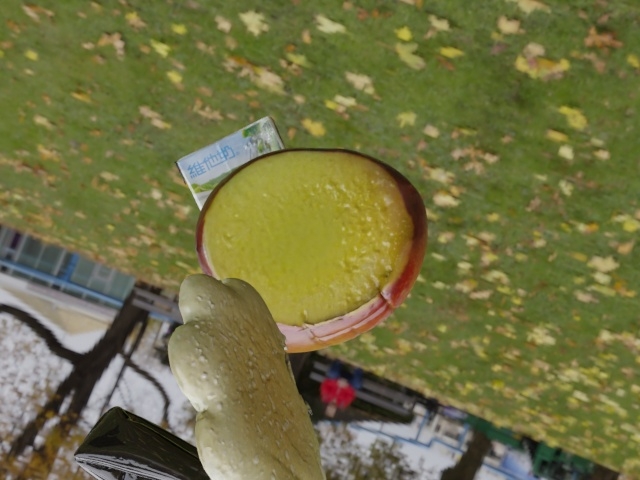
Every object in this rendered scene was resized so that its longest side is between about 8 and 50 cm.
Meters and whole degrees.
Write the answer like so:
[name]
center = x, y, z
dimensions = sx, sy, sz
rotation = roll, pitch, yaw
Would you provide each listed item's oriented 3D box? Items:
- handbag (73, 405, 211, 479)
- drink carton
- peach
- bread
[handbag]
center = -0.182, 0.357, 1.239
dimensions = 0.256, 0.114, 0.285
rotation = 14, 148, 21
[drink carton]
center = -0.107, -0.044, 1.674
dimensions = 0.132, 0.194, 0.325
rotation = -97, -18, -84
[peach]
center = 0.000, 0.000, 1.098
dimensions = 0.274, 0.249, 0.245
rotation = -14, -166, 14
[bread]
center = -0.064, 0.144, 0.807
dimensions = 0.038, 0.251, 0.182
rotation = -24, 164, 17
